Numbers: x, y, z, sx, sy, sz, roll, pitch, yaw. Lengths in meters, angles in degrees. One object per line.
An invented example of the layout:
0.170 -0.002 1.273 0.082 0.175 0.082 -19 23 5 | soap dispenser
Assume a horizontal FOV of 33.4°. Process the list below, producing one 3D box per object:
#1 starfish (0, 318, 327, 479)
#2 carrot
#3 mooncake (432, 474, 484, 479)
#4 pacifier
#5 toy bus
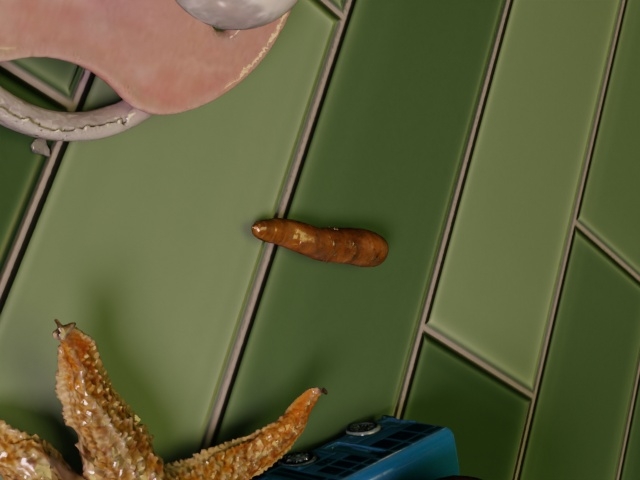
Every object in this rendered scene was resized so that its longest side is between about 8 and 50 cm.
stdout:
-0.145 0.174 0.745 0.293 0.084 0.301 42 73 -34 | starfish
0.000 0.002 0.947 0.165 0.036 0.035 8 83 -43 | carrot
0.085 0.353 0.847 0.325 0.174 0.334 -54 147 0 | mooncake
-0.122 -0.205 0.701 0.332 0.273 0.220 14 63 -46 | pacifier
0.033 0.221 0.923 0.185 0.106 0.090 -15 103 -45 | toy bus
